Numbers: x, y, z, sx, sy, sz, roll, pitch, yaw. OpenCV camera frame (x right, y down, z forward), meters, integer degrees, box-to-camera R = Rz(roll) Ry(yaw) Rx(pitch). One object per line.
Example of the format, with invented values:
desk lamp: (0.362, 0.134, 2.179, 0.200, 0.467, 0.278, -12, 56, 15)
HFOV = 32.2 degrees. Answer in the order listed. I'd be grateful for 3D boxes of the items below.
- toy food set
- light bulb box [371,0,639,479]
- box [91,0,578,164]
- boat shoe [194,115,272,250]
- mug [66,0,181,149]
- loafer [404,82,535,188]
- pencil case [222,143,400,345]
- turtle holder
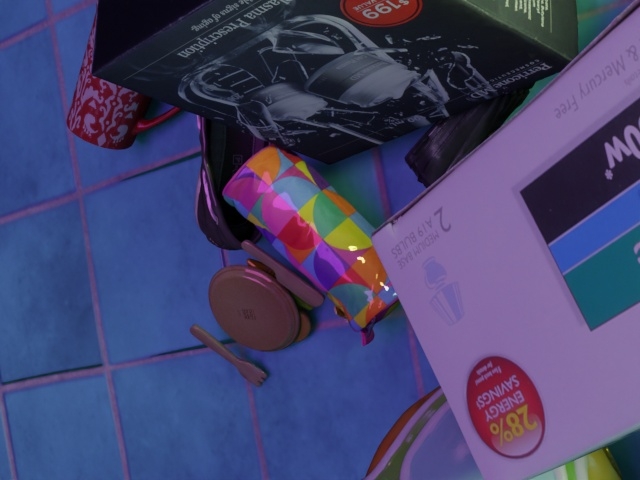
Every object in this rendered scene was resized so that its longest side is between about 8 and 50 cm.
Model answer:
toy food set: (-0.073, 0.080, 1.322, 0.132, 0.038, 0.192, 38, 131, 2)
light bulb box: (0.298, -0.019, 0.811, 0.358, 0.361, 0.225, -43, 66, 47)
box: (0.011, -0.236, 1.044, 0.343, 0.312, 0.179, -18, 64, 46)
boat shoe: (-0.093, -0.151, 1.288, 0.095, 0.112, 0.335, -152, 61, -65)
mug: (-0.248, -0.201, 1.417, 0.150, 0.113, 0.169, 41, 118, 30)
loafer: (0.159, -0.147, 1.133, 0.078, 0.076, 0.223, 41, 119, 18)
pencil case: (0.000, 0.000, 1.211, 0.236, 0.104, 0.104, 47, 119, 6)
turtle holder: (0.189, 0.254, 1.033, 0.320, 0.243, 0.227, 10, 81, 45)
